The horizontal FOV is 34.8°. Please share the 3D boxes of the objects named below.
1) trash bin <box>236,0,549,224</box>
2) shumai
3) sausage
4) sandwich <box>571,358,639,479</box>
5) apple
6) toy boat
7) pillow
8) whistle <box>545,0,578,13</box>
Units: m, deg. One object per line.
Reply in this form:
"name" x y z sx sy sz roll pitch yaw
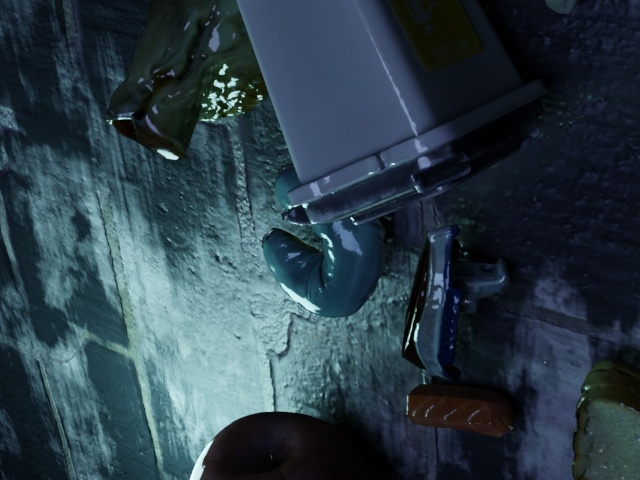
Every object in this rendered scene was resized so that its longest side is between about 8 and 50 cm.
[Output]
"trash bin" 0.043 -0.219 1.169 0.296 0.256 0.367 -21 96 48
"shumai" -0.179 -0.251 1.365 0.222 0.204 0.271 20 125 30
"sausage" 0.205 0.241 1.453 0.169 0.065 0.065 -1 116 41
"sandwich" 0.433 0.260 1.237 0.251 0.087 0.226 19 144 32
"apple" -0.057 0.421 1.653 0.306 0.306 0.235 12 131 36
"toy boat" 0.179 0.087 1.351 0.115 0.114 0.262 9 127 -1
"pillow" 0.000 0.000 1.460 0.214 0.086 0.233 34 133 27
"whistle" 0.254 -0.338 1.016 0.114 0.077 0.235 44 144 38
